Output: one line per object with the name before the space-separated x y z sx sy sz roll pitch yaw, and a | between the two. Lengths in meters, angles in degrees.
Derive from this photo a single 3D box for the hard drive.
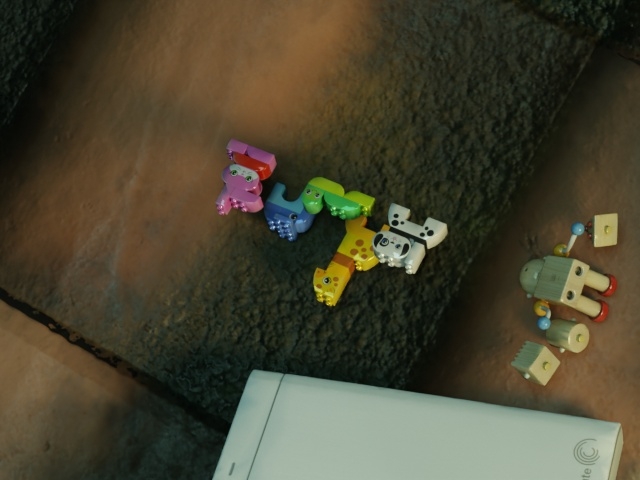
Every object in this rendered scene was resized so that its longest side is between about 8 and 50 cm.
hard drive | 0.075 0.241 1.764 0.353 0.047 0.233 7 53 16

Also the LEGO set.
LEGO set | 0.000 0.000 1.862 0.227 0.087 0.093 22 68 18

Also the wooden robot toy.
wooden robot toy | 0.217 0.049 1.822 0.079 0.076 0.173 12 79 52
